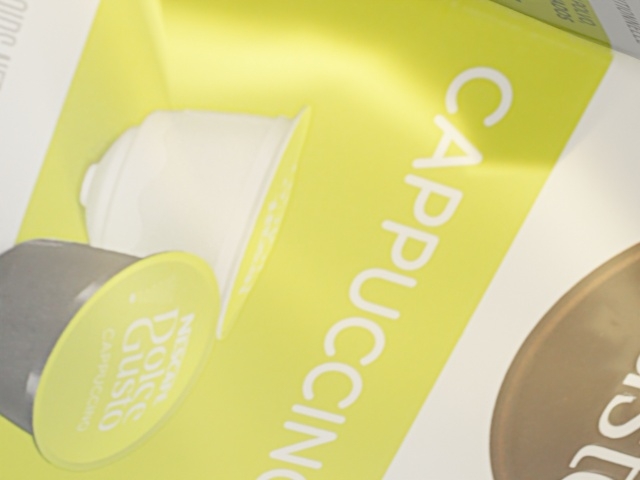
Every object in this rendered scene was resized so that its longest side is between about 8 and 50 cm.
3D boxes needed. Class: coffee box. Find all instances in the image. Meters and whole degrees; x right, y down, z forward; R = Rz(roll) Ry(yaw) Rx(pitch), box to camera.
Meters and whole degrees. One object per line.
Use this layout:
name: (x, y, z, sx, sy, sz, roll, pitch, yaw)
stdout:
coffee box: (0.000, 0.000, 0.530, 0.334, 0.338, 0.338, 18, -150, -16)
